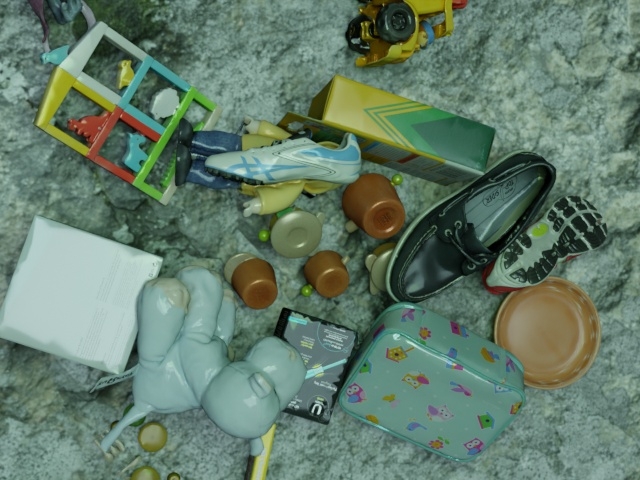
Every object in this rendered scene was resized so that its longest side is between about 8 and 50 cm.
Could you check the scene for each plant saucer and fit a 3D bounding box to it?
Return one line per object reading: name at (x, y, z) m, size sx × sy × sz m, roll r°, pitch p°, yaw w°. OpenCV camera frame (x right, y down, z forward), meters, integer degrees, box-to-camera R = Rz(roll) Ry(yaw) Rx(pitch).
plant saucer at (0.396, 0.162, 1.690) m, size 0.200 × 0.037 × 0.200 m, roll 0°, pitch 89°, yaw -11°

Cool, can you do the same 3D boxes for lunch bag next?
lunch bag at (0.175, 0.237, 1.575) m, size 0.279 × 0.108 × 0.224 m, roll 26°, pitch 125°, yaw -6°

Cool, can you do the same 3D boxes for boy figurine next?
boy figurine at (-0.087, -0.115, 1.516) m, size 0.285 × 0.092 × 0.177 m, roll 8°, pitch 62°, yaw -5°

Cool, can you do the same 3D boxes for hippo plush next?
hippo plush at (-0.155, 0.180, 1.423) m, size 0.294 × 0.236 × 0.234 m, roll -37°, pitch 134°, yaw -47°

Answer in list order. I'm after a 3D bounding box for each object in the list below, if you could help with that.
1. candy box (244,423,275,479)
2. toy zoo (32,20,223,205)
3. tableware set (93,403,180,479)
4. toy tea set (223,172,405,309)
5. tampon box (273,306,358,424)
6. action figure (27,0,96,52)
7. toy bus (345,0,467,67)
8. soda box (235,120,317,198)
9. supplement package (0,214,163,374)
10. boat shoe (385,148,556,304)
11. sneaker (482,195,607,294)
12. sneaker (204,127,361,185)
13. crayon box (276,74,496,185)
candy box at (-0.108, 0.390, 1.561) m, size 0.027 × 0.105 × 0.206 m, roll 12°, pitch 86°, yaw -10°
toy zoo at (-0.318, -0.210, 1.521) m, size 0.293 × 0.030 × 0.192 m, roll 33°, pitch 83°, yaw -30°
tableware set at (-0.290, 0.350, 1.573) m, size 0.104 × 0.024 × 0.154 m, roll -40°, pitch 94°, yaw -12°
toy tea set at (0.000, 0.000, 1.606) m, size 0.336 × 0.124 × 0.200 m, roll -10°, pitch 120°, yaw -13°
tampon box at (-0.026, 0.205, 1.581) m, size 0.120 × 0.101 × 0.161 m, roll 19°, pitch 86°, yaw -8°
action figure at (-0.508, -0.488, 1.504) m, size 0.370 × 0.275 × 0.248 m, roll 21°, pitch 55°, yaw 9°
toy bus at (0.162, -0.399, 1.621) m, size 0.211 × 0.149 × 0.220 m, roll 2°, pitch 91°, yaw -26°
soda box at (-0.069, -0.137, 1.606) m, size 0.169 × 0.053 × 0.060 m, roll 30°, pitch 84°, yaw -8°
supplement package at (-0.373, 0.084, 1.498) m, size 0.203 × 0.149 × 0.194 m, roll 20°, pitch 85°, yaw -9°
boat shoe at (0.250, -0.017, 1.543) m, size 0.340 × 0.113 × 0.127 m, roll -37°, pitch 105°, yaw -7°
sneaker at (0.382, 0.009, 1.660) m, size 0.279 × 0.118 × 0.107 m, roll -25°, pitch 81°, yaw -32°
sneaker at (-0.056, -0.124, 1.431) m, size 0.237 × 0.085 × 0.086 m, roll -3°, pitch 93°, yaw -12°
crayon box at (0.097, -0.181, 1.560) m, size 0.323 × 0.203 × 0.083 m, roll 16°, pitch 86°, yaw -9°
